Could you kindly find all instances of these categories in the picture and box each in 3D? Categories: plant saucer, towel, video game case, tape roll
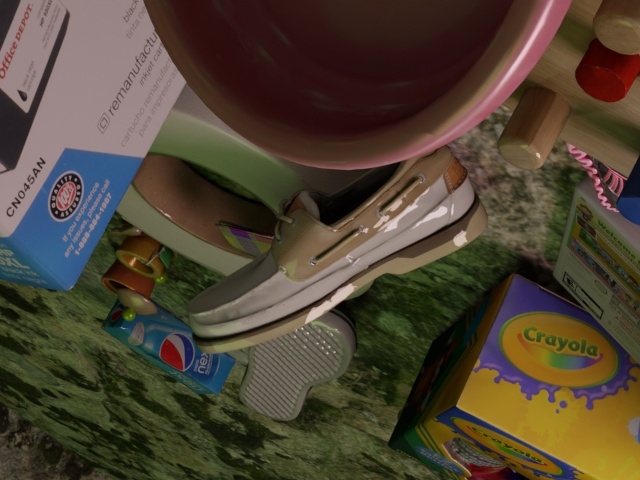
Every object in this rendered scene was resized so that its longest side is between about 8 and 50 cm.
[{"bbox_3d":[0.021,-0.208,0.726,0.332,0.332,0.084,5,-167,43],"label":"plant saucer"},{"bbox_3d":[-0.069,0.002,1.412,0.083,0.009,0.060,14,156,31],"label":"towel"},{"bbox_3d":[0.298,0.060,1.180,0.212,0.023,0.193,48,166,22],"label":"video game case"},{"bbox_3d":[-0.105,-0.062,1.418,0.392,0.072,0.392,22,158,10],"label":"tape roll"}]

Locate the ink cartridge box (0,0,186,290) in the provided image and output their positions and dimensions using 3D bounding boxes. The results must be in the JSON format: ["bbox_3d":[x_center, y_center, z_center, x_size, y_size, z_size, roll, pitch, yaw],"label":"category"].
[{"bbox_3d":[-0.304,-0.183,1.080,0.166,0.285,0.395,9,153,34],"label":"ink cartridge box"}]

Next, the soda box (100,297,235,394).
[{"bbox_3d":[-0.242,0.166,2.088,0.210,0.067,0.071,38,156,-28],"label":"soda box"}]

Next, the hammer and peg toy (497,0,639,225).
[{"bbox_3d":[0.214,-0.117,0.861,0.361,0.127,0.266,30,158,2],"label":"hammer and peg toy"}]

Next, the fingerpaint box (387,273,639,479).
[{"bbox_3d":[0.330,0.243,1.450,0.445,0.163,0.371,27,163,-1],"label":"fingerpaint box"}]

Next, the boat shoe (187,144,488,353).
[{"bbox_3d":[0.000,0.000,1.228,0.103,0.302,0.113,61,-177,-23],"label":"boat shoe"}]

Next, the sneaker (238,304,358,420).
[{"bbox_3d":[-0.025,0.120,1.671,0.126,0.127,0.321,27,151,-5],"label":"sneaker"}]

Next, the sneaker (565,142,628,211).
[{"bbox_3d":[0.246,-0.064,1.061,0.057,0.047,0.119,-8,142,37],"label":"sneaker"}]

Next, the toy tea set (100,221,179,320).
[{"bbox_3d":[-0.316,0.012,1.747,0.200,0.124,0.336,4,149,44],"label":"toy tea set"}]

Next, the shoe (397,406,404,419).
[{"bbox_3d":[0.213,0.275,1.848,0.219,0.058,0.076,22,178,23],"label":"shoe"}]
